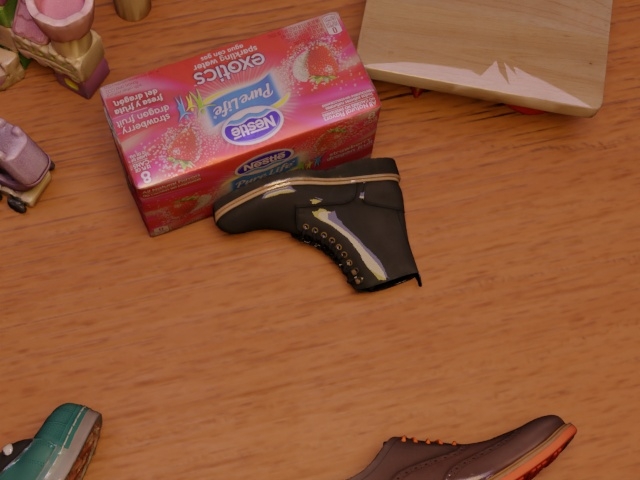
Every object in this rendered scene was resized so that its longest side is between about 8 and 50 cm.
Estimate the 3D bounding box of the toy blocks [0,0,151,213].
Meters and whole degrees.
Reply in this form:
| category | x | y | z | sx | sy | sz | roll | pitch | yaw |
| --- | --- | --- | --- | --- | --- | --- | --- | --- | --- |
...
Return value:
| category | x | y | z | sx | sy | sz | roll | pitch | yaw |
| --- | --- | --- | --- | --- | --- | --- | --- | --- | --- |
| toy blocks | -0.351 | -0.252 | 1.053 | 0.288 | 0.260 | 0.309 | 24 | 70 | 6 |

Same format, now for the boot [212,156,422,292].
| category | x | y | z | sx | sy | sz | roll | pitch | yaw |
| --- | --- | --- | --- | --- | --- | --- | --- | --- | --- |
| boot | 0.000 | 0.000 | 1.075 | 0.198 | 0.077 | 0.137 | -14 | 75 | -6 |

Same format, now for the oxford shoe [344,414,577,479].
| category | x | y | z | sx | sy | sz | roll | pitch | yaw |
| --- | --- | --- | --- | --- | --- | --- | --- | --- | --- |
| oxford shoe | 0.108 | 0.213 | 0.985 | 0.271 | 0.097 | 0.098 | -23 | 66 | -11 |

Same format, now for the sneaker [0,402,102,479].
| category | x | y | z | sx | sy | sz | roll | pitch | yaw |
| --- | --- | --- | --- | --- | --- | --- | --- | --- | --- |
| sneaker | -0.315 | 0.259 | 0.940 | 0.121 | 0.108 | 0.302 | 32 | 72 | 5 |

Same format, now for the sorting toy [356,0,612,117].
| category | x | y | z | sx | sy | sz | roll | pitch | yaw |
| --- | --- | --- | --- | --- | --- | --- | --- | --- | --- |
| sorting toy | 0.181 | -0.257 | 1.169 | 0.257 | 0.089 | 0.255 | 11 | 69 | 1 |

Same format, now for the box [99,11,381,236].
| category | x | y | z | sx | sy | sz | roll | pitch | yaw |
| --- | --- | --- | --- | --- | --- | --- | --- | --- | --- |
| box | -0.080 | -0.117 | 1.083 | 0.257 | 0.128 | 0.123 | -20 | 71 | -10 |
